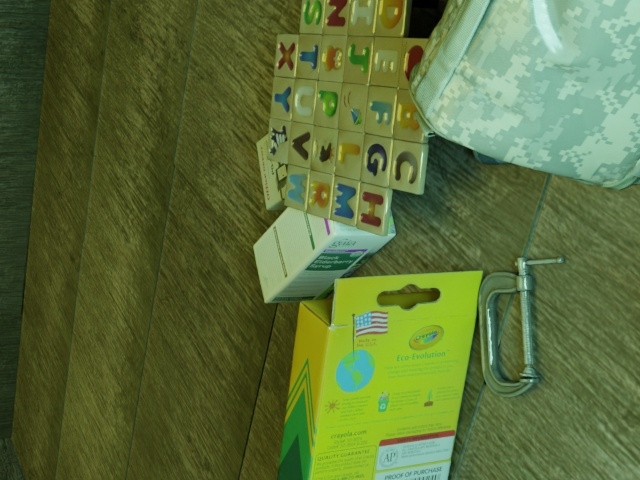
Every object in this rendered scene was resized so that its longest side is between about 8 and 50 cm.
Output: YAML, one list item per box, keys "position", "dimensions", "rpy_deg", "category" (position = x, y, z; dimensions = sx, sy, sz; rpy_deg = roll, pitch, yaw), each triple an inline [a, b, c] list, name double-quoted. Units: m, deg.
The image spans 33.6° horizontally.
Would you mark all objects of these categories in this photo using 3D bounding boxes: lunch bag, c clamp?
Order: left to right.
- position: [0.210, 0.094, 1.146]
  dimensions: [0.137, 0.022, 0.160]
  rpy_deg: [5, 96, 61]
  category: "c clamp"
- position: [0.230, -0.201, 0.840]
  dimensions: [0.212, 0.256, 0.305]
  rpy_deg: [64, 143, 36]
  category: "lunch bag"

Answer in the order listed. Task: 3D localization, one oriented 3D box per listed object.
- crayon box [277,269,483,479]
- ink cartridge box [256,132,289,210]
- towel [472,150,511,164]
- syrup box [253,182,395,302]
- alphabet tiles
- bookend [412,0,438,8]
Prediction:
- position: [0.067, 0.176, 1.233]
  dimensions: [0.081, 0.202, 0.318]
  rpy_deg: [35, 121, 56]
  category: "crayon box"
- position: [-0.030, -0.114, 1.529]
  dimensions: [0.150, 0.063, 0.109]
  rpy_deg: [-29, 67, 59]
  category: "ink cartridge box"
- position: [0.203, -0.114, 1.135]
  dimensions: [0.119, 0.029, 0.067]
  rpy_deg: [8, 100, 61]
  category: "towel"
- position: [0.000, 0.000, 1.451]
  dimensions: [0.237, 0.093, 0.096]
  rpy_deg: [-43, 54, 54]
  category: "syrup box"
- position: [0.027, -0.164, 1.296]
  dimensions: [0.342, 0.011, 0.285]
  rpy_deg: [19, 105, 56]
  category: "alphabet tiles"
- position: [0.083, -0.372, 1.290]
  dimensions: [0.157, 0.072, 0.156]
  rpy_deg: [34, 122, 57]
  category: "bookend"
